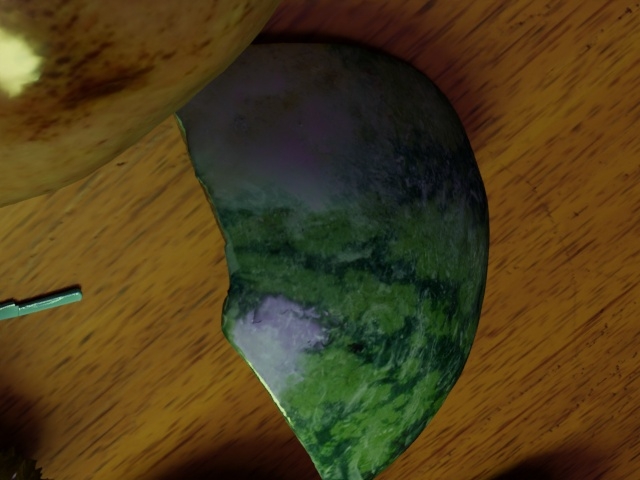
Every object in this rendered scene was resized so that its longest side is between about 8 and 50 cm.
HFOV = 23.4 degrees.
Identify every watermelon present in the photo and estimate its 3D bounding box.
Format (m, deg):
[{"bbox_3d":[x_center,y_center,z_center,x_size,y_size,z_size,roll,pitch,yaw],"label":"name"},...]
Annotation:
[{"bbox_3d":[0.000,0.000,0.951,0.176,0.256,0.260,13,157,21],"label":"watermelon"}]

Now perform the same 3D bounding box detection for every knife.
[{"bbox_3d":[-0.198,0.045,0.996,0.091,0.005,0.014,-15,141,-14],"label":"knife"}]

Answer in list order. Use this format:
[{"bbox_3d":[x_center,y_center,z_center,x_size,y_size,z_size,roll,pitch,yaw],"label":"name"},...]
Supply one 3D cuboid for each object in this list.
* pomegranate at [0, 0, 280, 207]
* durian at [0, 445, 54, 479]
[{"bbox_3d":[-0.163,-0.143,0.551,0.338,0.338,0.338,-16,140,-14],"label":"pomegranate"},{"bbox_3d":[-0.229,0.224,1.083,0.102,0.146,0.208,-49,160,-57],"label":"durian"}]
